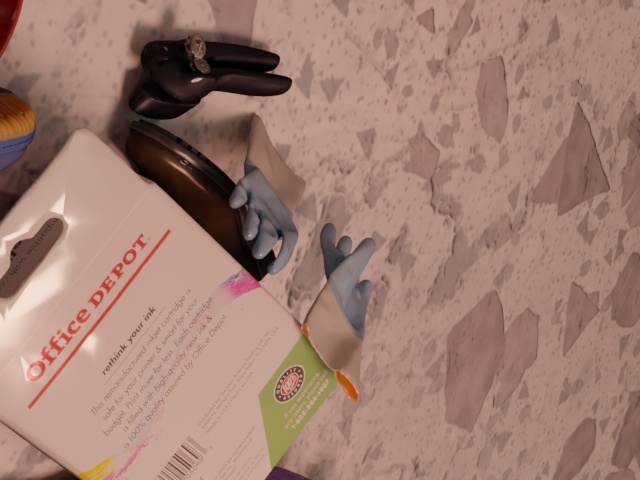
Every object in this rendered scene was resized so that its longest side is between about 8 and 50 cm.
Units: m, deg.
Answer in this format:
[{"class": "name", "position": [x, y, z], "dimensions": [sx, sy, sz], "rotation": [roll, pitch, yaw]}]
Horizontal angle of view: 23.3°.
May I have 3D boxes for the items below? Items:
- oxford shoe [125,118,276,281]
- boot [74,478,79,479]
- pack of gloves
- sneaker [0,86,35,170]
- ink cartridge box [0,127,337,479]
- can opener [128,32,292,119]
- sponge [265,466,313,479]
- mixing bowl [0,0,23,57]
[{"class": "oxford shoe", "position": [-0.113, -0.012, 1.319], "dimensions": [0.096, 0.083, 0.227], "rotation": [-49, 139, -18]}, {"class": "boot", "position": [-0.239, 0.233, 1.289], "dimensions": [0.207, 0.090, 0.248], "rotation": [-44, 138, -51]}, {"class": "pack of gloves", "position": [0.000, 0.000, 1.329], "dimensions": [0.195, 0.046, 0.232], "rotation": [57, 16, -18]}, {"class": "sneaker", "position": [-0.322, -0.025, 1.014], "dimensions": [0.296, 0.112, 0.131], "rotation": [-20, 128, -37]}, {"class": "ink cartridge box", "position": [-0.162, 0.073, 1.206], "dimensions": [0.207, 0.119, 0.353], "rotation": [-52, 132, -11]}, {"class": "can opener", "position": [-0.089, -0.145, 1.319], "dimensions": [0.186, 0.073, 0.059], "rotation": [-15, 80, -54]}, {"class": "sponge", "position": [-0.064, 0.244, 1.477], "dimensions": [0.210, 0.117, 0.031], "rotation": [11, 95, -55]}, {"class": "mixing bowl", "position": [-0.287, -0.172, 0.981], "dimensions": [0.181, 0.098, 0.181], "rotation": [-29, 128, -45]}]
